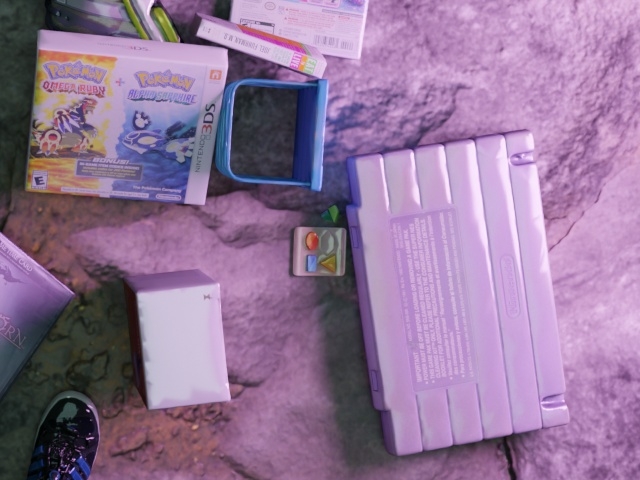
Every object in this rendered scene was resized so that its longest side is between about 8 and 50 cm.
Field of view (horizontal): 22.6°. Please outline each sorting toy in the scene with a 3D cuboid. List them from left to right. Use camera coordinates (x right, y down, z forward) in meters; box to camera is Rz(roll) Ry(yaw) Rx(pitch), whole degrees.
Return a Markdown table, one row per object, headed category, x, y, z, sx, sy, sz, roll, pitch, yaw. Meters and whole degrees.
| category | x | y | z | sx | sy | sz | roll | pitch | yaw |
| --- | --- | --- | --- | --- | --- | --- | --- | --- | --- |
| sorting toy | 0.000 | 0.000 | 1.862 | 0.062 | 0.012 | 0.083 | 1 | 94 | -11 |

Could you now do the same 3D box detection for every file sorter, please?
| category | x | y | z | sx | sy | sz | roll | pitch | yaw |
| --- | --- | --- | --- | --- | --- | --- | --- | --- | --- |
| file sorter | -0.057 | -0.120 | 1.764 | 0.104 | 0.170 | 0.118 | 4 | 94 | -8 |

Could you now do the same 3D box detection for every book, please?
| category | x | y | z | sx | sy | sz | roll | pitch | yaw |
| --- | --- | --- | --- | --- | --- | --- | --- | --- | --- |
| book | -0.069 | -0.216 | 1.771 | 0.144 | 0.096 | 0.035 | 18 | 98 | -12 |

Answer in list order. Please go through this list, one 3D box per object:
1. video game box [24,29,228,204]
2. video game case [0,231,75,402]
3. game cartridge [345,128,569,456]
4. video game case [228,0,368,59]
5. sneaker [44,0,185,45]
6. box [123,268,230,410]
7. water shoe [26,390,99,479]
| category | x | y | z | sx | sy | sz | roll | pitch | yaw |
| --- | --- | --- | --- | --- | --- | --- | --- | --- | --- |
| video game box | -0.213 | -0.131 | 1.748 | 0.205 | 0.048 | 0.187 | 4 | 124 | -11 |
| video game case | -0.412 | 0.109 | 1.719 | 0.196 | 0.026 | 0.274 | 43 | 69 | -27 |
| game cartridge | 0.157 | 0.060 | 1.877 | 0.230 | 0.068 | 0.355 | -8 | 96 | -7 |
| video game case | -0.021 | -0.289 | 1.833 | 0.157 | 0.019 | 0.143 | 8 | 92 | -11 |
| sneaker | -0.260 | -0.288 | 1.743 | 0.121 | 0.111 | 0.300 | -32 | 98 | -3 |
| box | -0.160 | 0.105 | 1.758 | 0.091 | 0.170 | 0.130 | -6 | 95 | -11 |
| water shoe | -0.292 | 0.270 | 1.790 | 0.073 | 0.080 | 0.203 | 15 | 91 | -12 |
